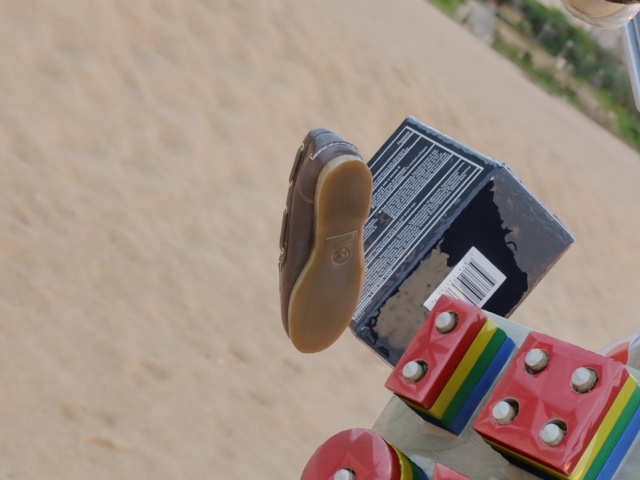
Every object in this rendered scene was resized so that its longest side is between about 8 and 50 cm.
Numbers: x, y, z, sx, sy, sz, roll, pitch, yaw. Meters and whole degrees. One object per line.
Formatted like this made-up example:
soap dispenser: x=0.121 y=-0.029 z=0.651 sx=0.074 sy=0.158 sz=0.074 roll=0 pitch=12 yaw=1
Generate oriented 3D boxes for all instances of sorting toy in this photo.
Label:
sorting toy: x=0.112 y=0.173 z=1.140 sx=0.257 sy=0.255 sz=0.089 roll=21 pitch=-17 yaw=48

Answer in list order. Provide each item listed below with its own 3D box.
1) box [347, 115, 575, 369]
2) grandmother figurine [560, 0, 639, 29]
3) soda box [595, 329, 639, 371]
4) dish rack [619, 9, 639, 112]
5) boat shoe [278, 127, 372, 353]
box: x=0.142 y=0.017 z=2.078 sx=0.183 sy=0.296 sz=0.294 roll=42 pitch=-1 yaw=-28
grandmother figurine: x=0.228 y=-0.266 z=1.308 sx=0.208 sy=0.104 sz=0.342 roll=53 pitch=8 yaw=18
soda box: x=0.404 y=0.154 z=1.796 sx=0.098 sy=0.091 sz=0.286 roll=57 pitch=-24 yaw=3
dish rack: x=0.486 y=-0.356 z=1.972 sx=0.072 sy=0.333 sz=0.285 roll=7 pitch=48 yaw=-9
boat shoe: x=0.000 y=0.000 z=1.335 sx=0.073 sy=0.207 sz=0.073 roll=-5 pitch=33 yaw=-30
